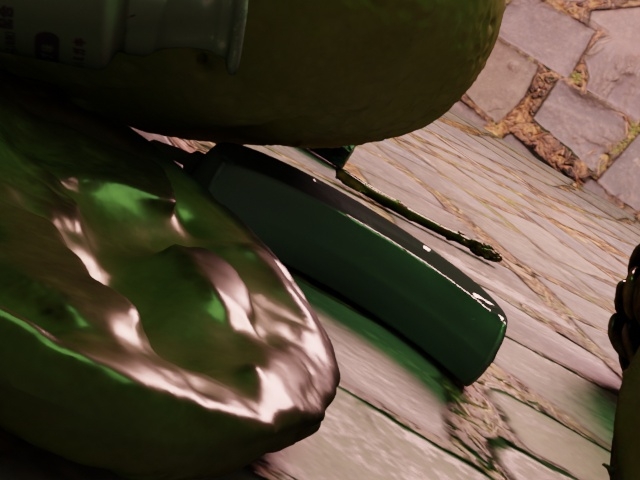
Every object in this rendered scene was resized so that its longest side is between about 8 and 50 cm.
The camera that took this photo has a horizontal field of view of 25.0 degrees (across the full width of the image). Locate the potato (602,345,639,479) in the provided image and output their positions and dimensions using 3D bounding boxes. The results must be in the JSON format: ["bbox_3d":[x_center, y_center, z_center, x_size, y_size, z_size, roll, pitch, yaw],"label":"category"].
[{"bbox_3d":[0.238,0.138,0.656,0.243,0.098,0.138,35,9,23],"label":"potato"}]

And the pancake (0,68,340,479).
[{"bbox_3d":[-0.111,-0.007,0.515,0.294,0.049,0.294,29,12,-7],"label":"pancake"}]

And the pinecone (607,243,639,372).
[{"bbox_3d":[0.291,0.041,0.952,0.179,0.204,0.184,15,46,-23],"label":"pinecone"}]

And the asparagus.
[{"bbox_3d":[0.080,-0.018,1.169,0.166,0.013,0.016,28,-31,-20],"label":"asparagus"}]

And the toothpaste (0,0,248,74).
[{"bbox_3d":[-0.179,-0.115,0.593,0.299,0.073,0.114,5,5,-7],"label":"toothpaste"}]

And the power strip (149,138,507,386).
[{"bbox_3d":[0.000,0.000,0.788,0.216,0.044,0.137,30,10,-6],"label":"power strip"}]

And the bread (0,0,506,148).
[{"bbox_3d":[-0.052,-0.164,0.803,0.320,0.237,0.320,-2,10,0],"label":"bread"}]

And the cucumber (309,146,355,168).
[{"bbox_3d":[-0.030,-0.107,1.223,0.133,0.032,0.032,32,11,3],"label":"cucumber"}]
